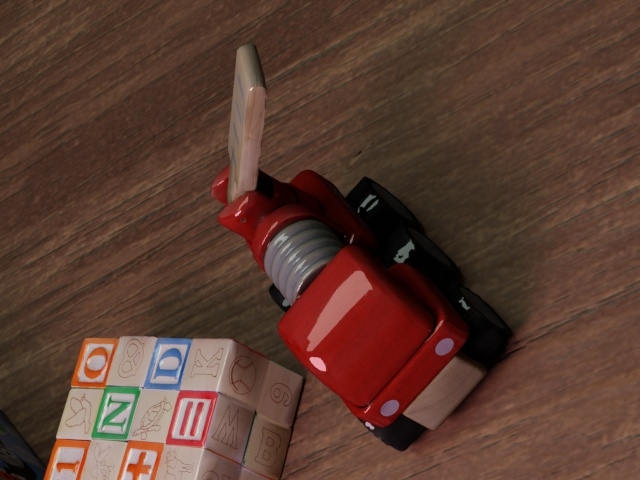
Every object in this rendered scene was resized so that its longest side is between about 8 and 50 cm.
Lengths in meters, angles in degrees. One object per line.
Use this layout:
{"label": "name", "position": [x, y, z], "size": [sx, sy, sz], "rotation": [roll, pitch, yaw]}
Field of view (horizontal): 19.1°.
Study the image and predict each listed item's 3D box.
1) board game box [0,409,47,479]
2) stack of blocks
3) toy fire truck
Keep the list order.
{"label": "board game box", "position": [-0.289, 0.179, 1.561], "size": [0.039, 0.160, 0.211], "rotation": [-55, 43, 3]}
{"label": "stack of blocks", "position": [-0.135, 0.227, 1.444], "size": [0.171, 0.087, 0.297], "rotation": [-3, 66, 42]}
{"label": "toy fire truck", "position": [0.000, 0.000, 1.328], "size": [0.158, 0.246, 0.217], "rotation": [-49, 43, 11]}
